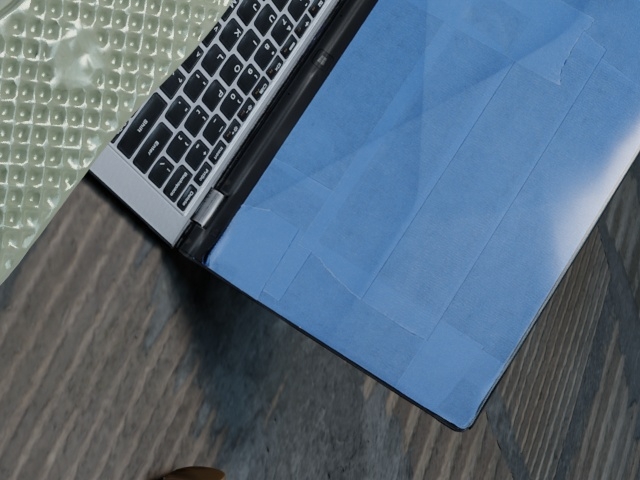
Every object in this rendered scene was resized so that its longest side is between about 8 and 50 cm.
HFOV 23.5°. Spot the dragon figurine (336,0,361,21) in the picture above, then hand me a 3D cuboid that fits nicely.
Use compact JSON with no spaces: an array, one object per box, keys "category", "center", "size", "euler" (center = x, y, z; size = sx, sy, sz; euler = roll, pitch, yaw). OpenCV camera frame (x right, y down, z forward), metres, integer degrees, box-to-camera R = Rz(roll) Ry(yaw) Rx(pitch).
[{"category":"dragon figurine","center":[0.034,-0.273,1.354],"size":[0.144,0.085,0.289],"euler":[65,33,-16]}]

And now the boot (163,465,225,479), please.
[{"category":"boot","center":[-0.123,0.259,1.122],"size":[0.197,0.073,0.152],"euler":[-9,104,-60]}]

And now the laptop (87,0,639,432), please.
[{"category":"laptop","center":[0.044,-0.137,1.111],"size":[0.382,0.236,0.408],"euler":[-57,145,-11]}]

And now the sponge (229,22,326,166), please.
[{"category":"sponge","center":[-0.042,-0.126,1.293],"size":[0.210,0.031,0.117],"euler":[-13,104,-62]}]

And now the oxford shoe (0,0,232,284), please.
[{"category":"oxford shoe","center":[-0.217,-0.073,0.861],"size":[0.449,0.130,0.169],"euler":[-49,132,-30]}]
